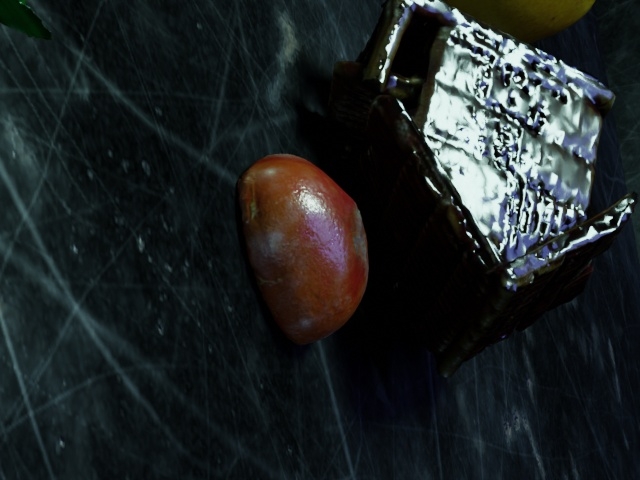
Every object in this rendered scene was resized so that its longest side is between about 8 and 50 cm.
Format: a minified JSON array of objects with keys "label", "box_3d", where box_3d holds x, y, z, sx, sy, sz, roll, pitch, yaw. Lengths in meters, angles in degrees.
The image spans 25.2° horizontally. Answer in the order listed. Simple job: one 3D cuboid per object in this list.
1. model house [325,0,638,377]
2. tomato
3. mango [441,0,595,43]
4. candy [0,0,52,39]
[{"label":"model house","box_3d":[0.120,-0.015,1.320,0.317,0.297,0.283,119,-18,-61]},{"label":"tomato","box_3d":[0.000,0.000,1.117,0.155,0.069,0.156,-14,90,-72]},{"label":"mango","box_3d":[0.207,-0.391,1.738,0.378,0.221,0.264,39,45,-44]},{"label":"candy","box_3d":[-0.197,-0.200,0.704,0.141,0.078,0.203,69,6,-52]}]
